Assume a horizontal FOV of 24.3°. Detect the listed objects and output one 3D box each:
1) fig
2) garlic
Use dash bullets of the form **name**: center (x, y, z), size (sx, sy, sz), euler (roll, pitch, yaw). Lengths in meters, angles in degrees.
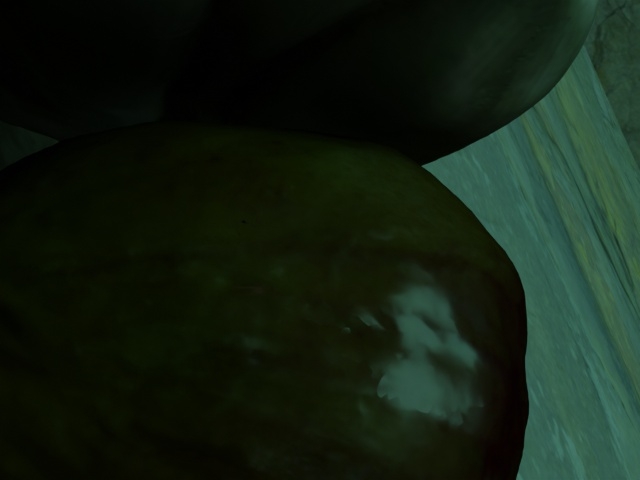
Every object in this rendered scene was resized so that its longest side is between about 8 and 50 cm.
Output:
- **fig**: center (-0.081, 0.023, 0.460), size (0.290, 0.190, 0.190), euler (26, 26, -4)
- **garlic**: center (-0.054, -0.115, 0.488), size (0.325, 0.279, 0.132), euler (128, -23, -69)
